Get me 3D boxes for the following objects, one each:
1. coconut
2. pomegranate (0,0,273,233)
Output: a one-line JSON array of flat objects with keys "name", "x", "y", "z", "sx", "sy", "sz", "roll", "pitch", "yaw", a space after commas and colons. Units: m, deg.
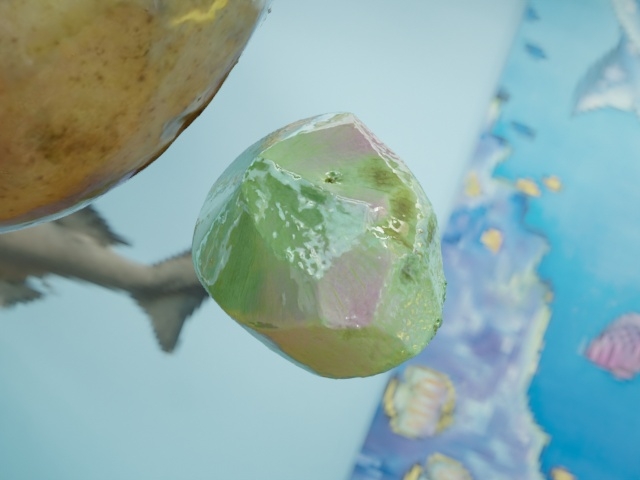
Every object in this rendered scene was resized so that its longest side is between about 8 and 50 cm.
[{"name": "coconut", "x": 0.000, "y": 0.000, "z": 1.306, "sx": 0.204, "sy": 0.236, "sz": 0.236, "roll": 6, "pitch": -11, "yaw": 36}, {"name": "pomegranate", "x": -0.160, "y": -0.160, "z": 0.761, "sx": 0.322, "sy": 0.322, "sz": 0.322, "roll": 21, "pitch": -2, "yaw": 1}]
